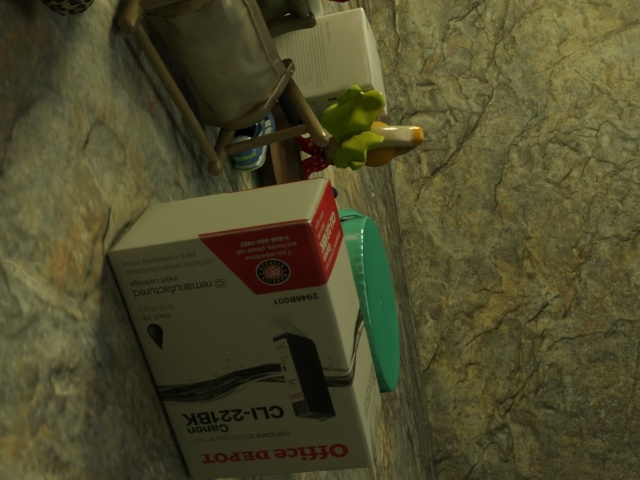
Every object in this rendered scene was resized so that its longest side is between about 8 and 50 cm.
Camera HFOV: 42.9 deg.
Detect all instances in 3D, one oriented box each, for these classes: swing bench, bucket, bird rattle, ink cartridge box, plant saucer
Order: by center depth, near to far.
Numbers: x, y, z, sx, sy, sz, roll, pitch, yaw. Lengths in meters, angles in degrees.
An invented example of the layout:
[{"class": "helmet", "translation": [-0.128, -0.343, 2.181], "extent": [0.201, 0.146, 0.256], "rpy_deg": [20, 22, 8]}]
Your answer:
[{"class": "ink cartridge box", "translation": [-0.062, 0.095, 0.809], "extent": [0.114, 0.197, 0.272], "rpy_deg": [-71, 150, -62]}, {"class": "swing bench", "translation": [-0.104, -0.264, 0.971], "extent": [0.253, 0.165, 0.254], "rpy_deg": [65, 15, -51]}, {"class": "bucket", "translation": [-0.002, 0.095, 1.117], "extent": [0.281, 0.183, 0.281], "rpy_deg": [-9, 90, -78]}, {"class": "plant saucer", "translation": [-0.068, -0.126, 1.324], "extent": [0.198, 0.036, 0.198], "rpy_deg": [-8, 90, -78]}, {"class": "bird rattle", "translation": [0.065, -0.158, 1.436], "extent": [0.253, 0.207, 0.143], "rpy_deg": [142, -57, -65]}]

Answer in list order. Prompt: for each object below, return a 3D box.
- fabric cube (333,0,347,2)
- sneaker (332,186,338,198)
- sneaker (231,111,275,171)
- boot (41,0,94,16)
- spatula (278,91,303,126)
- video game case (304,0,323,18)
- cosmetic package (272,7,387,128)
[{"class": "fabric cube", "translation": [-0.004, -0.518, 1.118], "extent": [0.259, 0.254, 0.258], "rpy_deg": [-1, 74, -41]}, {"class": "sneaker", "translation": [0.000, 0.000, 1.426], "extent": [0.083, 0.087, 0.221], "rpy_deg": [14, 68, -76]}, {"class": "sneaker", "translation": [-0.100, -0.162, 1.165], "extent": [0.144, 0.053, 0.059], "rpy_deg": [-87, 162, -46]}, {"class": "boot", "translation": [-0.232, -0.290, 0.592], "extent": [0.178, 0.085, 0.236], "rpy_deg": [1, 81, -82]}, {"class": "spatula", "translation": [-0.084, -0.266, 1.216], "extent": [0.030, 0.084, 0.296], "rpy_deg": [40, -11, 42]}, {"class": "video game case", "translation": [-0.062, -0.525, 1.432], "extent": [0.227, 0.026, 0.206], "rpy_deg": [-120, -169, -47]}, {"class": "cosmetic package", "translation": [0.011, -0.299, 1.457], "extent": [0.151, 0.184, 0.151], "rpy_deg": [39, 43, -72]}]
